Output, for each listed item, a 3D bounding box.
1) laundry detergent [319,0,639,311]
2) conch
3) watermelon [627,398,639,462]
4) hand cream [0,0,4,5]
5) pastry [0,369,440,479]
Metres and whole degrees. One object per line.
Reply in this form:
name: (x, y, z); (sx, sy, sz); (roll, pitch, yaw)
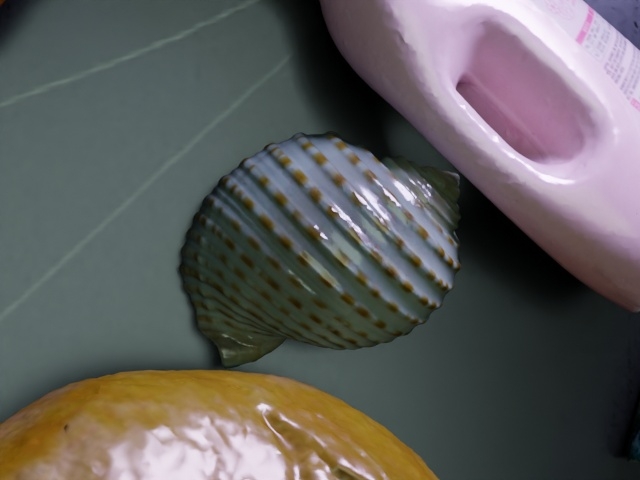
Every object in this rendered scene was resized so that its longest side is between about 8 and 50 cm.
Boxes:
laundry detergent: (0.086, -0.110, 0.620); (0.335, 0.088, 0.159); (40, 49, -5)
conch: (0.003, -0.004, 0.598); (0.153, 0.102, 0.135); (-23, 69, -20)
watermelon: (0.325, 0.115, 0.650); (0.241, 0.154, 0.094); (16, 82, -24)
hand cream: (-0.121, -0.267, 0.562); (0.089, 0.139, 0.314); (35, 98, 33)
pastry: (-0.053, 0.225, 0.512); (0.356, 0.164, 0.356); (6, 77, -25)
